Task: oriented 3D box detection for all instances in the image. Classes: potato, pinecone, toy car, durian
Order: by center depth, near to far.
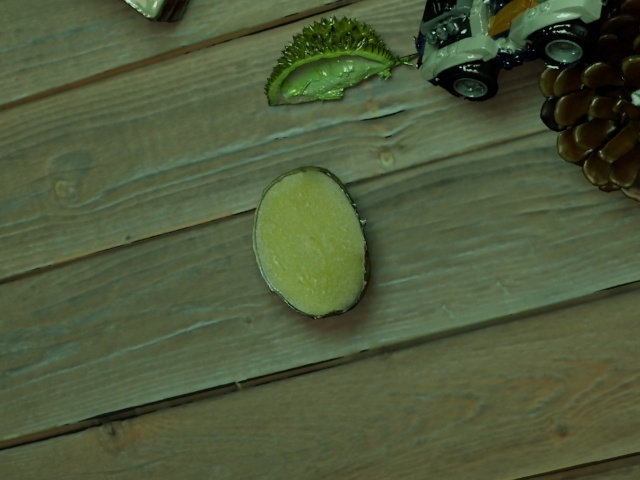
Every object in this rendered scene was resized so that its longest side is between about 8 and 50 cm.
[{"bbox_3d":[0.384,-0.159,1.549,0.264,0.264,0.264,2,100,11],"label":"pinecone"},{"bbox_3d":[0.225,-0.276,1.549,0.301,0.118,0.193,-14,54,48],"label":"toy car"},{"bbox_3d":[0.018,-0.235,1.704,0.215,0.086,0.100,-15,130,16],"label":"durian"},{"bbox_3d":[0.000,0.000,1.733,0.164,0.081,0.200,-16,93,21],"label":"potato"}]

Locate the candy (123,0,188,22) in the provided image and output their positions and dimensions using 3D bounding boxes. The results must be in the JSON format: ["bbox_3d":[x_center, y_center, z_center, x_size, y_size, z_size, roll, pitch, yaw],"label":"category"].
[{"bbox_3d":[-0.192,-0.455,1.664,0.179,0.135,0.320,31,102,3],"label":"candy"}]
